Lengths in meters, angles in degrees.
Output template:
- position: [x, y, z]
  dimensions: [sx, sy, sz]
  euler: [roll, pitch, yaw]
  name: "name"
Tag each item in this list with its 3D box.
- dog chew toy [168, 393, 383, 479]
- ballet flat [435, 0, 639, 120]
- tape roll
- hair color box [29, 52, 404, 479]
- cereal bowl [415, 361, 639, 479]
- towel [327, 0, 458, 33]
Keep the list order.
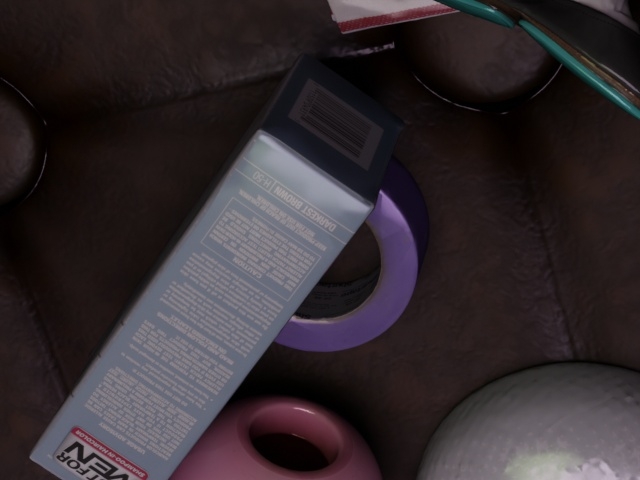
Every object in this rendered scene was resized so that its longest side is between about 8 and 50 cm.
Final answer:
- position: [-0.060, 0.307, 1.739]
  dimensions: [0.207, 0.206, 0.331]
  euler: [19, 125, 3]
  name: "dog chew toy"
- position: [0.174, -0.194, 1.435]
  dimensions: [0.280, 0.095, 0.096]
  euler: [34, 96, 25]
  name: "ballet flat"
- position: [0.000, 0.000, 1.644]
  dimensions: [0.189, 0.080, 0.189]
  euler: [4, 115, 9]
  name: "tape roll"
- position: [-0.087, 0.041, 1.533]
  dimensions: [0.114, 0.185, 0.374]
  euler: [35, 116, -6]
  name: "hair color box"
- position: [0.241, 0.292, 1.694]
  dimensions: [0.339, 0.141, 0.339]
  euler: [5, 115, 11]
  name: "cereal bowl"
- position: [0.085, -0.346, 1.495]
  dimensions: [0.237, 0.037, 0.329]
  euler: [-9, 114, 13]
  name: "towel"
